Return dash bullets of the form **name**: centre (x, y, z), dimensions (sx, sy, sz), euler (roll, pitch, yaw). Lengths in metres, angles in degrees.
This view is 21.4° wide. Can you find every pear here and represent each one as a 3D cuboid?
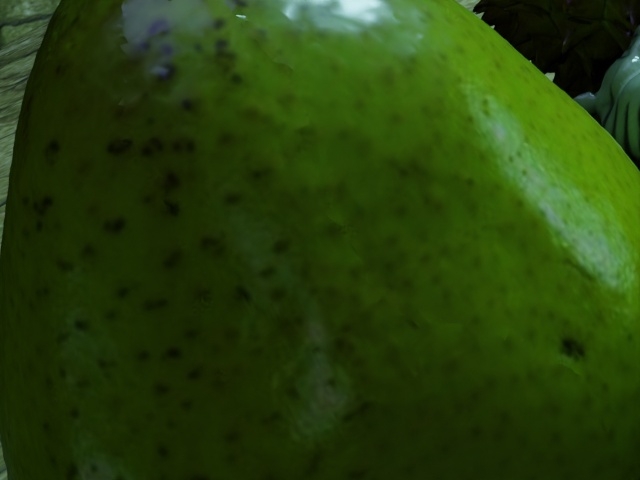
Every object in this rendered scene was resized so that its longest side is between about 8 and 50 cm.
- **pear**: centre (0.000, 0.000, 0.760), dimensions (0.342, 0.318, 0.238), euler (-35, 17, -22)

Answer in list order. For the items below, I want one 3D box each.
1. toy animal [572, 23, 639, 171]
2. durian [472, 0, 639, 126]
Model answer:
- **toy animal**: centre (0.202, -0.033, 0.815), dimensions (0.073, 0.217, 0.176), euler (-16, -21, -26)
- **durian**: centre (0.229, -0.232, 1.057), dimensions (0.348, 0.347, 0.384), euler (-24, 20, 1)
